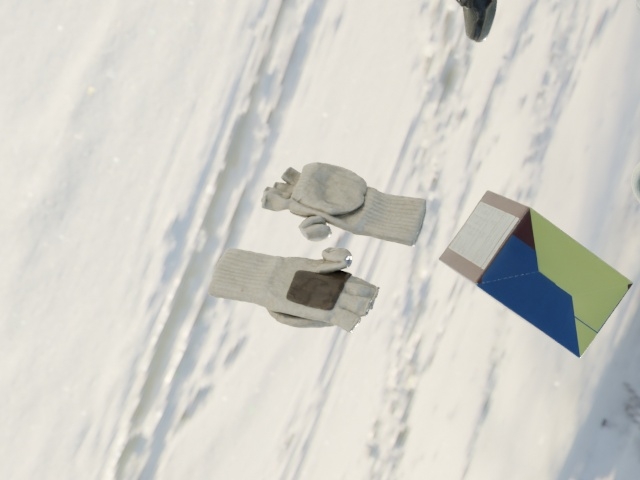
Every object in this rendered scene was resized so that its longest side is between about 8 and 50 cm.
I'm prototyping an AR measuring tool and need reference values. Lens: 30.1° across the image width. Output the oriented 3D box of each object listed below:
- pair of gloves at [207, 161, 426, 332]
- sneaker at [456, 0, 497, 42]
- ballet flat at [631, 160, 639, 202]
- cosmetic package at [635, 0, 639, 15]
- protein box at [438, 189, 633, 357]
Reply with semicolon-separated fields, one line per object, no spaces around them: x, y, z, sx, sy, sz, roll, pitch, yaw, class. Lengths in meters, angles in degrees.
0.000;0.000;1.431;0.240;0.204;0.042;-58;158;-35;pair of gloves
0.225;-0.431;1.958;0.087;0.130;0.227;-111;-166;-53;sneaker
0.465;0.040;1.203;0.139;0.400;0.139;-31;151;-19;ballet flat
0.696;-0.311;1.510;0.329;0.327;0.394;5;133;-52;cosmetic package
0.313;0.045;1.767;0.136;0.200;0.201;-55;-167;3;protein box
